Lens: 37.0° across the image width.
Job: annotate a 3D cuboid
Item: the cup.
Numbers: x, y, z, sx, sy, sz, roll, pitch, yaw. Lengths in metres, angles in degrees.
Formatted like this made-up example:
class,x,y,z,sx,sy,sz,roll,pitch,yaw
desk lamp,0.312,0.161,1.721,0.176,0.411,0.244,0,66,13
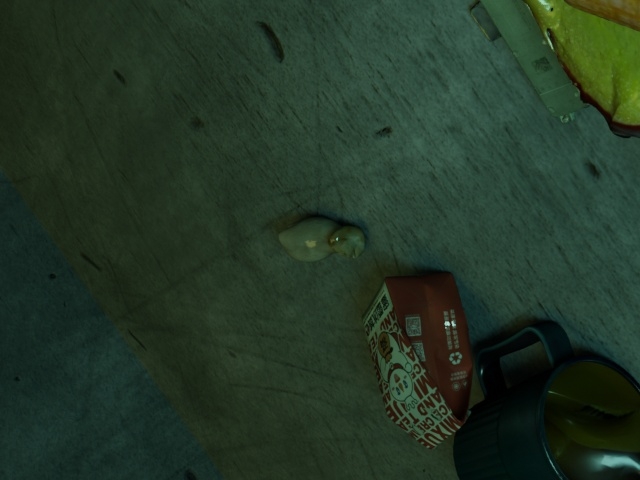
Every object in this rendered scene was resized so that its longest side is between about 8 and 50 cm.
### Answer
class,x,y,z,sx,sy,sz,roll,pitch,yaw
cup,0.374,0.330,1.646,0.308,0.242,0.292,49,148,2

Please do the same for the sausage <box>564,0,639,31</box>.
class,x,y,z,sx,sy,sz,roll,pitch,yaw
sausage,0.380,-0.265,0.818,0.287,0.233,0.233,27,138,24

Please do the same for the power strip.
class,x,y,z,sx,sy,sz,roll,pitch,yaw
power strip,0.296,-0.289,1.325,0.078,0.052,0.272,-17,113,53

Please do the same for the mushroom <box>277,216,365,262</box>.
class,x,y,z,sx,sy,sz,roll,pitch,yaw
mushroom,-0.001,0.001,1.932,0.212,0.088,0.097,-1,129,43

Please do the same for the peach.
class,x,y,z,sx,sy,sz,roll,pitch,yaw
peach,0.378,-0.312,1.107,0.362,0.201,0.258,56,162,7

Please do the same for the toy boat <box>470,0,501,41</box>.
class,x,y,z,sx,sy,sz,roll,pitch,yaw
toy boat,0.267,-0.336,1.373,0.063,0.016,0.115,54,147,-4

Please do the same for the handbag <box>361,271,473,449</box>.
class,x,y,z,sx,sy,sz,roll,pitch,yaw
handbag,0.188,0.220,1.736,0.171,0.151,0.298,115,148,-53
